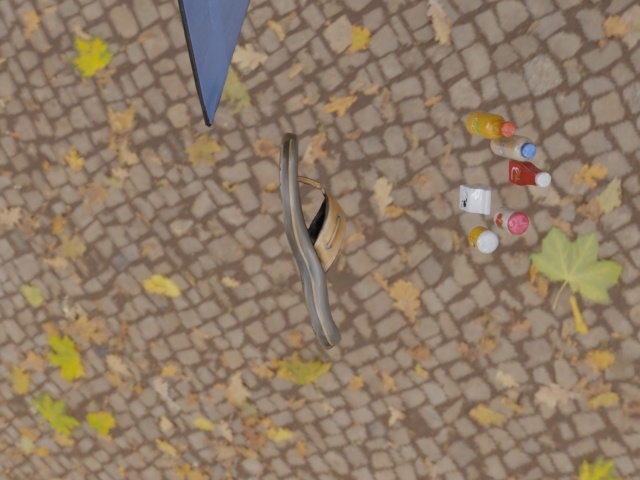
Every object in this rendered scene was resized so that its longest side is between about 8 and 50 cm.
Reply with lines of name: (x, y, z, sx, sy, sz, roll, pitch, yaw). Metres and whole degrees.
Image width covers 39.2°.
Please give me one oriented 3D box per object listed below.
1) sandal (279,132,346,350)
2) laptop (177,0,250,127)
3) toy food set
sandal: (0.000, 0.000, 0.873, 0.060, 0.090, 0.219, -13, 100, 0)
laptop: (0.045, -0.330, 0.604, 0.408, 0.381, 0.236, -9, 146, 36)
toy food set: (0.298, -0.088, 1.444, 0.111, 0.104, 0.232, -4, 104, -18)
